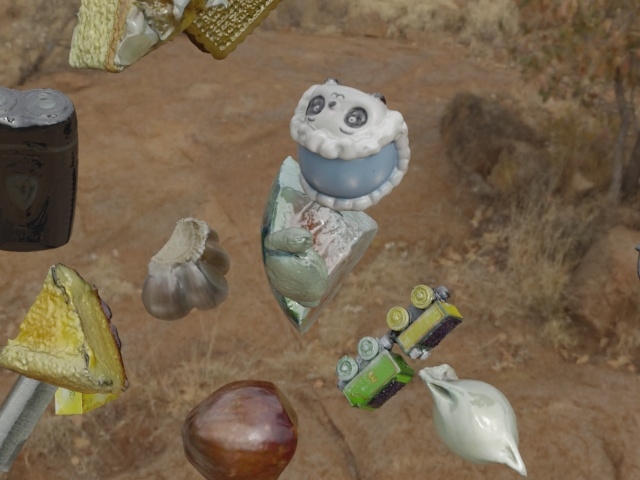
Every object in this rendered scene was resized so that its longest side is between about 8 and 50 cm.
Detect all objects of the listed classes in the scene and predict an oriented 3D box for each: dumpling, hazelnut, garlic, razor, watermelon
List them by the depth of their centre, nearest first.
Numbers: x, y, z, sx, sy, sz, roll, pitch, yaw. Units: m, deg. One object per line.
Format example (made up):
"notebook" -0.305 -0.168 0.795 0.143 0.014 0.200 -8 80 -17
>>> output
"hazelnut" -0.098 0.233 0.944 0.143 0.143 0.154 2 -11 -10
"dumpling" 0.246 0.283 1.258 0.229 0.124 0.151 50 10 5
"razor" -0.574 -0.132 1.514 0.204 0.349 0.114 2 41 -18
"watermelon" 0.000 0.000 1.668 0.258 0.388 0.228 -7 -3 -6
"garlic" -0.322 0.072 1.882 0.210 0.292 0.238 -8 61 -2

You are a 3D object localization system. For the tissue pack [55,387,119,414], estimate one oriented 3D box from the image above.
"tissue pack" -0.482 0.297 1.630 0.062 0.095 0.176 -3 -1 11

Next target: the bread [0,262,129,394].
"bread" -0.334 0.124 1.090 0.169 0.140 0.160 8 70 21

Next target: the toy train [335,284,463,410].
"toy train" 0.103 0.143 1.030 0.060 0.202 0.081 20 29 -51

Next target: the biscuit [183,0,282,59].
"biscuit" -0.114 -0.392 1.094 0.254 0.172 0.029 -45 34 1

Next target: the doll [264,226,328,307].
"doll" -0.038 0.048 1.240 0.103 0.214 0.072 9 59 14

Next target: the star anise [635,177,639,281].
"star anise" 0.486 -0.064 0.976 0.139 0.360 0.315 12 -6 31

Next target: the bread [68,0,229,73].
"bread" -0.198 -0.237 0.789 0.147 0.127 0.152 11 62 48

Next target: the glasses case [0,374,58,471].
"glasses case" -0.538 0.308 1.407 0.070 0.205 0.047 33 -9 -24

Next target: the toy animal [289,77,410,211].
"toy animal" 0.034 -0.161 1.345 0.208 0.204 0.156 25 59 28
